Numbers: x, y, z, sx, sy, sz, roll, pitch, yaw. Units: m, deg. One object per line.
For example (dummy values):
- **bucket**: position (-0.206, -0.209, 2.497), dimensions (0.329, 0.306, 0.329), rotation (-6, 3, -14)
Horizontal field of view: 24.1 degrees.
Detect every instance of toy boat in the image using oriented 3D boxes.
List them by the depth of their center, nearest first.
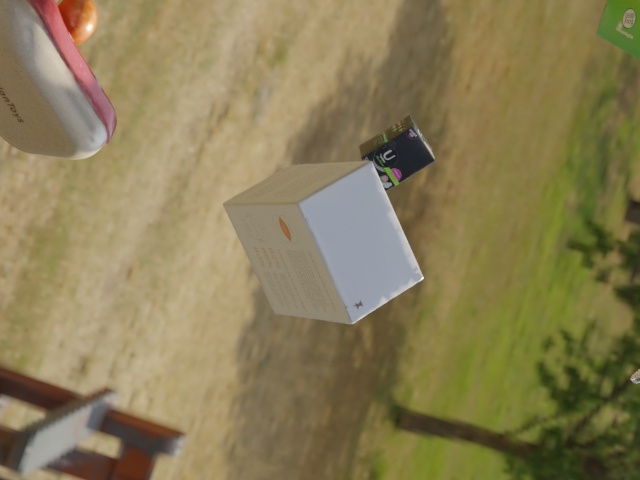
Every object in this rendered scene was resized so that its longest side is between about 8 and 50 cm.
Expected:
- **toy boat**: position (-0.286, -0.203, 1.550), dimensions (0.151, 0.151, 0.231), rotation (-59, 141, -30)

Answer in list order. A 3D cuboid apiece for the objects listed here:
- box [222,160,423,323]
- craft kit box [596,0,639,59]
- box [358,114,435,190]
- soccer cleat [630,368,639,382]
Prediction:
- **box**: position (0.000, 0.000, 1.454), dimensions (0.091, 0.170, 0.130), rotation (-30, 105, -24)
- **craft kit box**: position (0.426, -0.159, 1.397), dimensions (0.250, 0.246, 0.061), rotation (48, -56, 55)
- **box**: position (0.103, -0.118, 2.024), dimensions (0.062, 0.083, 0.052), rotation (55, 11, -21)
- **soccer cleat**: position (0.471, 0.242, 1.945), dimensions (0.068, 0.076, 0.196), rotation (38, 27, -56)
